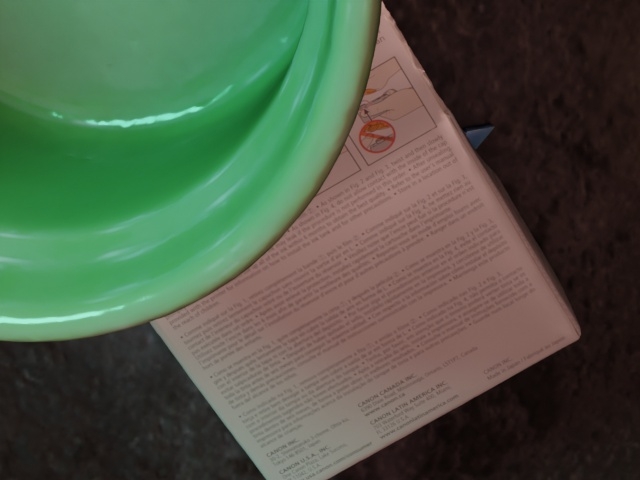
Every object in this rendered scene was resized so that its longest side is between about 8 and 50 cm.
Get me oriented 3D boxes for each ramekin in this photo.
[{"bbox_3d":[-0.112,-0.128,0.581,0.303,0.148,0.303,6,117,12],"label":"ramekin"}]

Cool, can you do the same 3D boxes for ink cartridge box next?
[{"bbox_3d":[0.000,0.000,0.760,0.181,0.056,0.224,-30,112,9],"label":"ink cartridge box"}]

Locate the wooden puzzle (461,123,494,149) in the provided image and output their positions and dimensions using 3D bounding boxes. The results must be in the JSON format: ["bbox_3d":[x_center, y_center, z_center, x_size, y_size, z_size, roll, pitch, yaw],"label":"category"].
[{"bbox_3d":[0.055,-0.004,0.800,0.079,0.014,0.116,-1,113,-13],"label":"wooden puzzle"}]
